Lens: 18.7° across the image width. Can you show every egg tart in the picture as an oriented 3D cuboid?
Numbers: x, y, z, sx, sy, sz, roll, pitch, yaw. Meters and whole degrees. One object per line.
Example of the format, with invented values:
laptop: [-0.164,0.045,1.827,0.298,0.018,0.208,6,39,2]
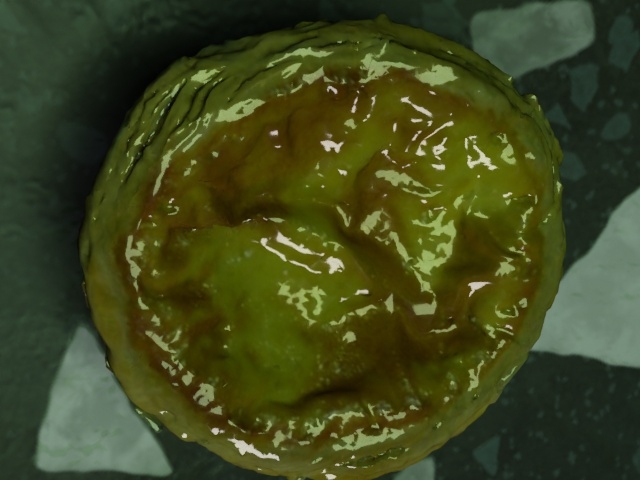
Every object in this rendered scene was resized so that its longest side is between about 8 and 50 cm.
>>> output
egg tart: [-0.001,0.000,1.303,0.341,0.132,0.341,-5,105,-17]
